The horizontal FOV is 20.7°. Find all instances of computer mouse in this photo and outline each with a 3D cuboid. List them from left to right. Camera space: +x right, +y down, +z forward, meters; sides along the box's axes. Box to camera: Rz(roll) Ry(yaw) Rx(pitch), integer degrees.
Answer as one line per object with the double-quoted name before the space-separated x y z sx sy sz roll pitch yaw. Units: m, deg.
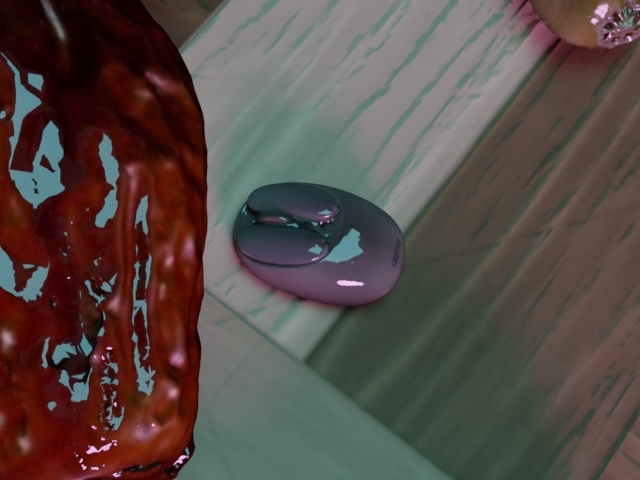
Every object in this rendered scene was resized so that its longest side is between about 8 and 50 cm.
"computer mouse" 0.001 -0.001 0.967 0.096 0.039 0.066 19 64 -6

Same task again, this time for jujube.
"jujube" -0.141 -0.016 0.852 0.197 0.197 0.290 -11 77 -19

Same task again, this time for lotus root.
"lotus root" 0.152 -0.202 1.071 0.090 0.077 0.183 -14 75 -27
